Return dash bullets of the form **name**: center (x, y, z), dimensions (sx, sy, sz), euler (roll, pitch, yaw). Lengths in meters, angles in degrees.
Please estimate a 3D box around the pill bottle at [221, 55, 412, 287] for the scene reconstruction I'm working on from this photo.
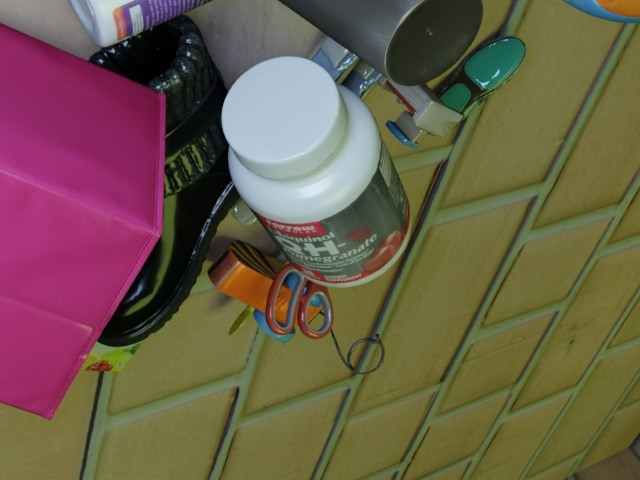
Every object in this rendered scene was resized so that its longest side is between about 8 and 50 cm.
- **pill bottle**: center (-0.004, -0.078, 1.332), dimensions (0.176, 0.176, 0.318), euler (-37, 152, -2)

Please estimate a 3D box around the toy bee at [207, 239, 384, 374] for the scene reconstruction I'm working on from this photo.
- **toy bee**: center (-0.057, 0.085, 1.707), dimensions (0.195, 0.162, 0.298), euler (-30, 124, 1)

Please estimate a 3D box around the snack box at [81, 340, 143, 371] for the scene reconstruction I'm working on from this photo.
- **snack box**: center (-0.309, 0.089, 1.499), dimensions (0.207, 0.070, 0.174), euler (11, 123, -53)

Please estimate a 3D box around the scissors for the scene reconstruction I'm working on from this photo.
- **scissors**: center (0.000, 0.000, 1.624), dimensions (0.109, 0.021, 0.297), euler (22, 75, -25)

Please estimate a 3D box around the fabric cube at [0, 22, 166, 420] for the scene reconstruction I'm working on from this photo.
- **fabric cube**: center (-0.316, -0.033, 1.073), dimensions (0.258, 0.254, 0.259), euler (22, 120, -22)

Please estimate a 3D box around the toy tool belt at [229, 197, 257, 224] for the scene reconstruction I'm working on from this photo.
- **toy tool belt**: center (-0.085, -0.057, 1.571), dimensions (0.083, 0.052, 0.051), euler (-39, 180, 7)

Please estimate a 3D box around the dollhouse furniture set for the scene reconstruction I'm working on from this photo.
- **dollhouse furniture set**: center (0.051, -0.176, 1.416), dimensions (0.129, 0.184, 0.129), euler (14, 121, -52)

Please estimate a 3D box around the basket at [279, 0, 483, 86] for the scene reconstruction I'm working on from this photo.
- **basket**: center (0.061, -0.287, 1.244), dimensions (0.204, 0.227, 0.154), euler (-40, 149, 1)

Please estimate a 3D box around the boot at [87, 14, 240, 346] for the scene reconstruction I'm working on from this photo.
- **boot**: center (-0.212, -0.065, 1.294), dimensions (0.348, 0.131, 0.260), euler (-61, 156, -10)

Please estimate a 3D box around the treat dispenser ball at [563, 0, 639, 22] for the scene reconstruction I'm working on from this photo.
- **treat dispenser ball**: center (0.379, -0.406, 1.358), dimensions (0.288, 0.288, 0.288), euler (-26, 147, -19)

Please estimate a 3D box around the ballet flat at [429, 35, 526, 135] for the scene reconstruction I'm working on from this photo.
- **ballet flat**: center (0.219, -0.225, 1.658), dimensions (0.188, 0.070, 0.070), euler (-39, 149, 5)

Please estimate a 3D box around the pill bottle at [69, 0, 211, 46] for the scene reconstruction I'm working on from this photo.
- **pill bottle**: center (-0.156, -0.279, 1.145), dimensions (0.193, 0.108, 0.108), euler (-27, 147, -17)
